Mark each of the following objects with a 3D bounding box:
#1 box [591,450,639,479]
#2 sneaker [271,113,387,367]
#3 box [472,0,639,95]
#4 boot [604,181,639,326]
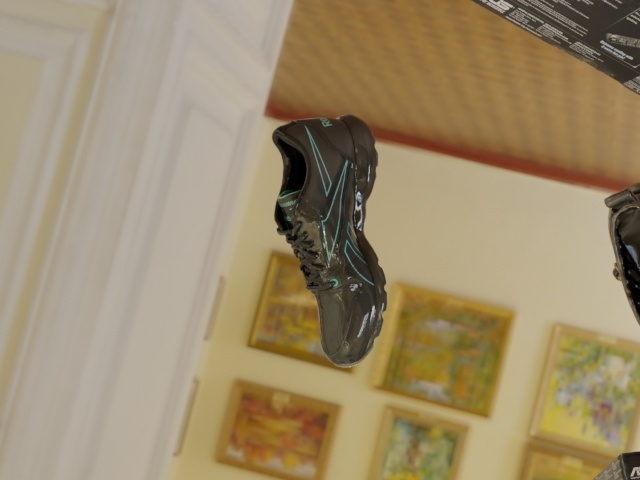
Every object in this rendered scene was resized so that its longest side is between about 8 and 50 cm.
[{"bbox_3d":[0.348,0.219,1.170,0.184,0.045,0.191,-6,160,-1],"label":"box"},{"bbox_3d":[0.000,0.000,1.331,0.106,0.267,0.101,1,170,-34],"label":"sneaker"},{"bbox_3d":[0.302,-0.221,1.039,0.307,0.077,0.242,23,149,-25],"label":"box"},{"bbox_3d":[0.281,0.070,0.970,0.091,0.263,0.229,-30,-178,16],"label":"boot"}]
